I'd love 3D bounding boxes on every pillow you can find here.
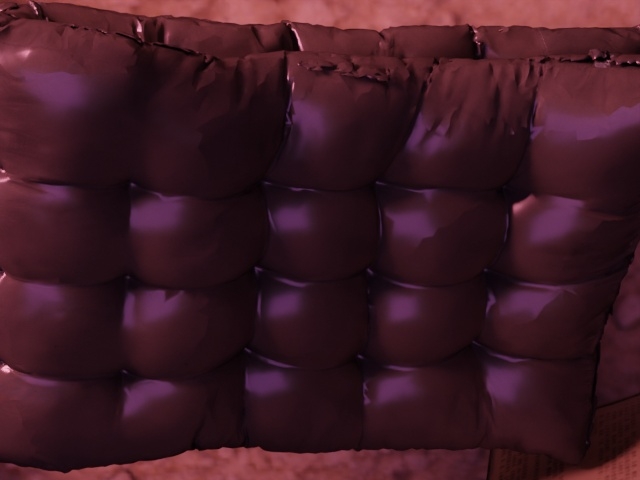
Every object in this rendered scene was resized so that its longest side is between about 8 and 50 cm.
[{"bbox_3d":[0.000,0.000,0.659,0.326,0.101,0.228,2,119,-12],"label":"pillow"}]

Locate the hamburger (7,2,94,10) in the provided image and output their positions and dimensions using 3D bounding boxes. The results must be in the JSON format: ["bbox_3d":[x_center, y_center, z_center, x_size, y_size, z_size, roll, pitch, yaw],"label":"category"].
[{"bbox_3d":[-0.144,-0.046,0.717,0.147,0.083,0.138,-6,118,17],"label":"hamburger"}]

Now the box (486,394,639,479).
[{"bbox_3d":[0.168,0.163,0.686,0.168,0.212,0.095,-23,108,21],"label":"box"}]
